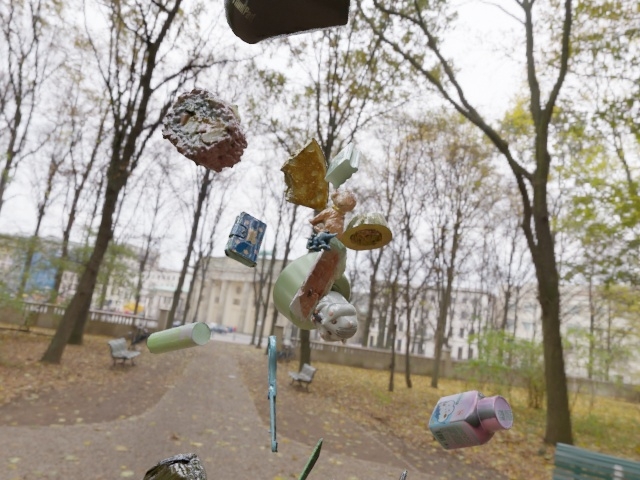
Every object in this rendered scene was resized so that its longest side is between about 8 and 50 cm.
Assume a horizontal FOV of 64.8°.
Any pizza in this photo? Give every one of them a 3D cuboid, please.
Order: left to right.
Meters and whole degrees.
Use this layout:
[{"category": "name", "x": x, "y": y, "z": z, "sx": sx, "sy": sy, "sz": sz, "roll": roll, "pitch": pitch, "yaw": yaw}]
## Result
[{"category": "pizza", "x": -0.070, "y": -0.255, "z": 2.083, "sx": 0.223, "sy": 0.324, "sz": 0.089, "roll": -17, "pitch": 18, "yaw": -26}]

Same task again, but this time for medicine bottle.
[{"category": "medicine bottle", "x": 0.379, "y": 0.446, "z": 1.268, "sx": 0.188, "sy": 0.094, "sz": 0.119, "roll": -31, "pitch": 8, "yaw": 41}]

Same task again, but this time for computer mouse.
[{"category": "computer mouse", "x": -0.071, "y": -0.510, "z": 1.038, "sx": 0.269, "sy": 0.170, "sz": 0.100, "roll": -12, "pitch": 10, "yaw": -2}]

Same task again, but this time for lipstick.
[{"category": "lipstick", "x": -0.455, "y": 0.312, "z": 1.600, "sx": 0.076, "sy": 0.076, "sz": 0.304, "roll": 17, "pitch": -26, "yaw": -40}]

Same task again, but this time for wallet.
[{"category": "wallet", "x": -0.290, "y": -0.006, "z": 1.968, "sx": 0.141, "sy": 0.202, "sz": 0.059, "roll": 29, "pitch": -40, "yaw": -23}]

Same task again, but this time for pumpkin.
[{"category": "pumpkin", "x": 0.183, "y": -0.049, "z": 2.047, "sx": 0.217, "sy": 0.110, "sz": 0.217, "roll": 1, "pitch": -24, "yaw": 0}]

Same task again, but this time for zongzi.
[{"category": "zongzi", "x": -0.608, "y": 0.874, "z": 1.636, "sx": 0.432, "sy": 0.403, "sz": 0.208, "roll": 3, "pitch": 39, "yaw": -38}]

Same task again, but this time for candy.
[{"category": "candy", "x": -0.075, "y": 0.648, "z": 1.274, "sx": 0.097, "sy": 0.324, "sz": 0.097, "roll": 31, "pitch": -10, "yaw": 6}]

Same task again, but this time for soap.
[{"category": "soap", "x": 0.086, "y": -0.273, "z": 1.835, "sx": 0.119, "sy": 0.198, "sz": 0.066, "roll": -40, "pitch": -75, "yaw": 24}]

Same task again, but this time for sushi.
[{"category": "sushi", "x": -0.349, "y": -0.349, "z": 1.607, "sx": 0.270, "sy": 0.236, "sz": 0.171, "roll": 41, "pitch": -1, "yaw": 27}]

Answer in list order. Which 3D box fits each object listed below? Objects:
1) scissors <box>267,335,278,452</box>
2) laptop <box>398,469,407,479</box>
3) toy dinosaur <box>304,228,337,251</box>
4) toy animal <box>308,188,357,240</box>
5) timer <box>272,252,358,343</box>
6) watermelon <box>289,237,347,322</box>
[{"category": "scissors", "x": -0.158, "y": 0.490, "z": 1.647, "sx": 0.032, "sy": 0.393, "sz": 0.180, "roll": 0, "pitch": -38, "yaw": -7}, {"category": "laptop", "x": 0.182, "y": 0.700, "z": 1.305, "sx": 0.016, "sy": 0.129, "sz": 0.180, "roll": 23, "pitch": 32, "yaw": 14}, {"category": "toy dinosaur", "x": 0.000, "y": 0.000, "z": 1.149, "sx": 0.083, "sy": 0.047, "sz": 0.030, "roll": -10, "pitch": -25, "yaw": 34}, {"category": "toy animal", "x": 0.078, "y": -0.075, "z": 1.754, "sx": 0.184, "sy": 0.185, "sz": 0.104, "roll": 47, "pitch": 7, "yaw": 33}, {"category": "timer", "x": 0.018, "y": 0.240, "z": 1.813, "sx": 0.290, "sy": 0.291, "sz": 0.315, "roll": 17, "pitch": 18, "yaw": -39}, {"category": "watermelon", "x": -0.006, "y": 0.108, "z": 1.370, "sx": 0.094, "sy": 0.241, "sz": 0.154, "roll": 31, "pitch": -25, "yaw": 6}]
